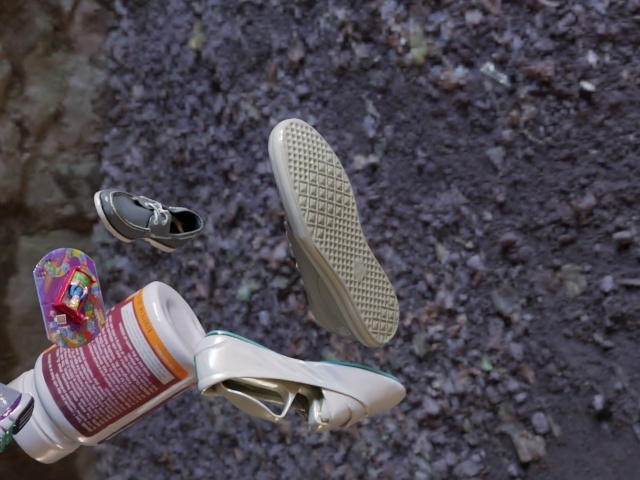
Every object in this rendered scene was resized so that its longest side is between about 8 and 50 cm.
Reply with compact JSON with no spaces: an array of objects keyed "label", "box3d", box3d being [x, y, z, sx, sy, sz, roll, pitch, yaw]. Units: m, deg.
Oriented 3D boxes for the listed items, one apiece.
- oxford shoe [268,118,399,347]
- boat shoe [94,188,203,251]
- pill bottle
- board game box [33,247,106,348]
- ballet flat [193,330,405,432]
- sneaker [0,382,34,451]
[{"label":"oxford shoe","box3d":[0.000,0.000,1.726,0.130,0.169,0.450,-3,122,41]},{"label":"boat shoe","box3d":[-0.356,-0.054,2.062,0.099,0.319,0.116,-23,70,16]},{"label":"pill bottle","box3d":[-0.432,0.273,1.989,0.224,0.392,0.224,57,-173,-10]},{"label":"board game box","box3d":[-0.404,0.094,1.631,0.033,0.133,0.169,-9,94,35]},{"label":"ballet flat","box3d":[-0.040,0.276,1.759,0.139,0.400,0.139,-163,90,-77]},{"label":"sneaker","box3d":[-0.560,0.318,1.570,0.098,0.224,0.083,30,133,5]}]
